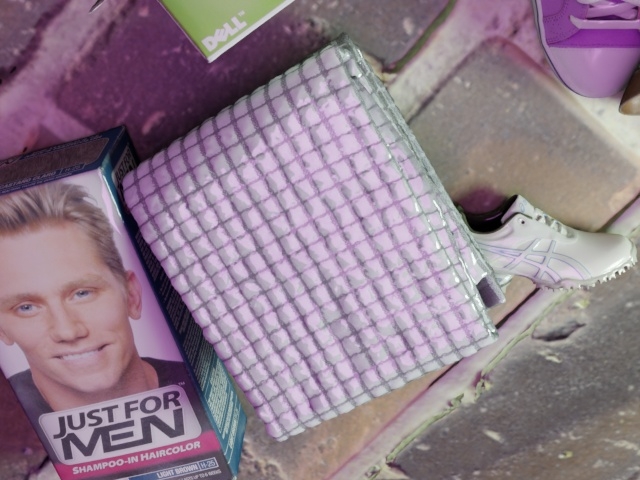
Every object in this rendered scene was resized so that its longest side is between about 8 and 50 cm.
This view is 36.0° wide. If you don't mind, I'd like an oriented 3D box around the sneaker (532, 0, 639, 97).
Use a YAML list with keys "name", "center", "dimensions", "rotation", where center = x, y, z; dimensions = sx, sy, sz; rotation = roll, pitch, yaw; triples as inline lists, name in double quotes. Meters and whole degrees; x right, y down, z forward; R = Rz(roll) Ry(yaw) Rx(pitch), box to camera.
- name: "sneaker"
  center: [0.217, -0.220, 0.719]
  dimensions: [0.102, 0.161, 0.282]
  rotation: [-3, 119, 3]

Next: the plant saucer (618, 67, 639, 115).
- name: "plant saucer"
  center: [0.317, -0.136, 0.774]
  dimensions: [0.168, 0.168, 0.029]
  rotation: [-14, 83, 10]

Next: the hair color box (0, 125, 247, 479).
- name: "hair color box"
  center: [-0.208, 0.085, 0.931]
  dimensions: [0.174, 0.105, 0.347]
  rotation: [-14, 116, 10]

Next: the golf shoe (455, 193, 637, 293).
- name: "golf shoe"
  center: [0.197, 0.000, 0.891]
  dimensions: [0.176, 0.069, 0.086]
  rotation: [-5, 112, 4]

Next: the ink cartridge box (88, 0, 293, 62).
- name: "ink cartridge box"
  center: [-0.038, -0.208, 0.681]
  dimensions: [0.189, 0.255, 0.097]
  rotation: [-32, 112, 18]

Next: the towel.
- name: "towel"
  center: [0.000, 0.000, 0.854]
  dimensions: [0.235, 0.121, 0.283]
  rotation: [-29, 101, 15]
